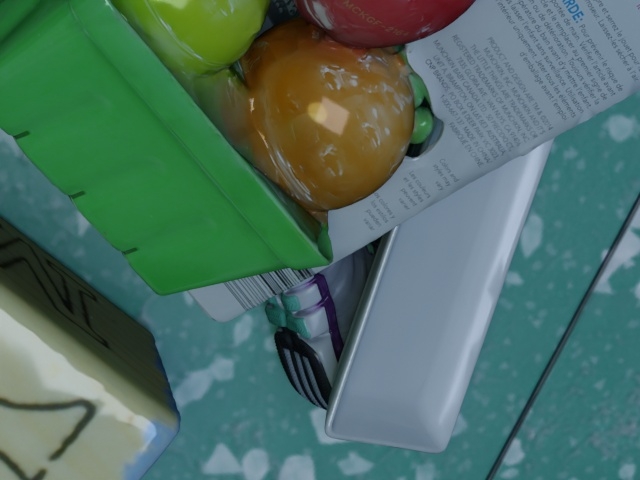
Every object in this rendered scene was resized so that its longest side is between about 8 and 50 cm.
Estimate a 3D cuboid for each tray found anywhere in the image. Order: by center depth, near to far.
[{"bbox_3d":[0.079,0.007,1.181,0.145,0.030,0.270,17,92,-51],"label":"tray"}]

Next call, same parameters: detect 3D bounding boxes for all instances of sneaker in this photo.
[{"bbox_3d":[0.000,0.000,1.192,0.098,0.083,0.223,-28,116,-23],"label":"sneaker"}]

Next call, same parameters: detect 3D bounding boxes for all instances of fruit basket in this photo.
[{"bbox_3d":[-0.004,-0.138,0.988,0.353,0.165,0.327,-33,127,11],"label":"fruit basket"}]

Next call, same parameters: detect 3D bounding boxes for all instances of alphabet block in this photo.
[{"bbox_3d":[-0.227,0.097,1.098,0.197,0.193,0.192,40,92,-18],"label":"alphabet block"}]

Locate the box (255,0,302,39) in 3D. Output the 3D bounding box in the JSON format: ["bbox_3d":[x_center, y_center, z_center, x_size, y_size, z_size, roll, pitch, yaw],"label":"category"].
[{"bbox_3d":[-0.013,-0.245,1.111,0.242,0.076,0.307,-40,109,1],"label":"box"}]
